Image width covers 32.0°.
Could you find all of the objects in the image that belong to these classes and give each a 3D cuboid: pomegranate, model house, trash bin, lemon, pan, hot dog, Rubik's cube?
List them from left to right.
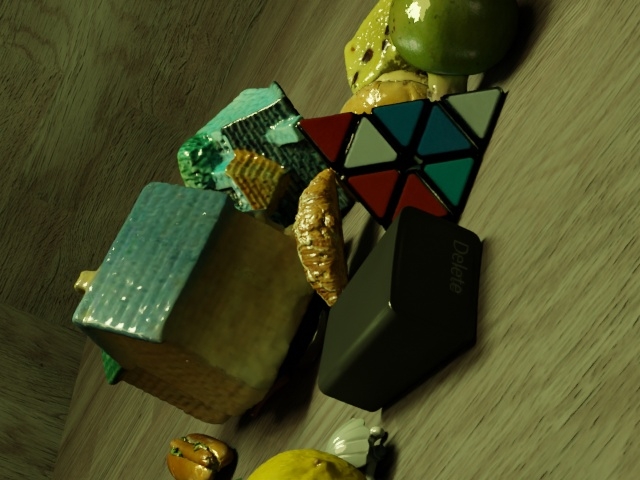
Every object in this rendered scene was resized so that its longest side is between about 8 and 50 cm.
[{"bbox_3d":[-0.226,0.102,1.875,0.334,0.343,0.382,-67,9,-31],"label":"model house"},{"bbox_3d":[-0.226,0.390,2.007,0.100,0.068,0.249,-44,10,-18],"label":"hot dog"},{"bbox_3d":[-0.070,-0.114,1.941,0.226,0.261,0.241,-46,24,-25],"label":"model house"},{"bbox_3d":[-0.045,0.198,1.787,0.212,0.040,0.115,-59,17,-2],"label":"pan"},{"bbox_3d":[-0.020,0.337,1.276,0.178,0.178,0.203,-103,28,-65],"label":"lemon"},{"bbox_3d":[0.065,-0.084,1.501,0.284,0.234,0.250,-44,28,51],"label":"Rubik's cube"},{"bbox_3d":[0.093,0.096,1.389,0.225,0.115,0.165,127,159,-48],"label":"trash bin"},{"bbox_3d":[0.186,-0.281,1.542,0.179,0.179,0.210,154,107,-66],"label":"pomegranate"}]

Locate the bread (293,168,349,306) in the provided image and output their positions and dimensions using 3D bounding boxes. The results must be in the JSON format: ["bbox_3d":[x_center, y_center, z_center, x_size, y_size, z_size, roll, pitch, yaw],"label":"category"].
[{"bbox_3d":[0.000,0.000,1.739,0.105,0.076,0.233,58,-157,-73],"label":"bread"}]

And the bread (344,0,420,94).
[{"bbox_3d":[0.158,-0.360,1.718,0.361,0.077,0.138,-47,39,38],"label":"bread"}]

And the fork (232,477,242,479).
[{"bbox_3d":[-0.168,0.424,1.903,0.235,0.021,0.039,-32,41,61],"label":"fork"}]

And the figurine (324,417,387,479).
[{"bbox_3d":[0.046,0.269,1.369,0.086,0.082,0.094,-46,30,7],"label":"figurine"}]

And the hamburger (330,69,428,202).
[{"bbox_3d":[0.088,-0.168,1.734,0.262,0.131,0.124,-55,16,45],"label":"hamburger"}]
